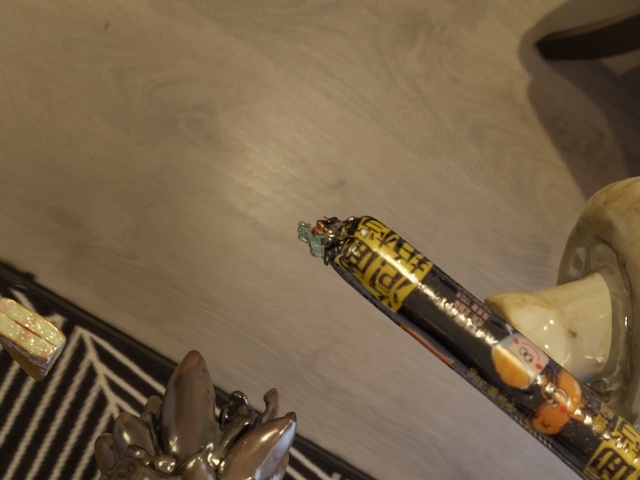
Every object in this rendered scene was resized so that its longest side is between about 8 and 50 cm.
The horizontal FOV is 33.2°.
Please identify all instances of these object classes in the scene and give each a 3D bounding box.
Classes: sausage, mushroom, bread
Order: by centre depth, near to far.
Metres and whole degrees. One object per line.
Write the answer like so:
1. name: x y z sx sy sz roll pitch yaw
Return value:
1. sausage: 0.075 0.055 0.345 0.198 0.025 0.028 41 40 9
2. bread: -0.289 0.106 1.096 0.043 0.062 0.109 -59 141 -31
3. mushroom: 0.312 0.078 1.109 0.290 0.297 0.297 0 88 -12

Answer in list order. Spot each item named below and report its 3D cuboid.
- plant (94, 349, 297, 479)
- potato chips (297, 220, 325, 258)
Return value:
1. plant: -0.129 0.248 0.900 0.182 0.194 0.320 32 41 -14
2. potato chips: 0.000 0.001 1.596 0.092 0.207 0.028 27 79 11
